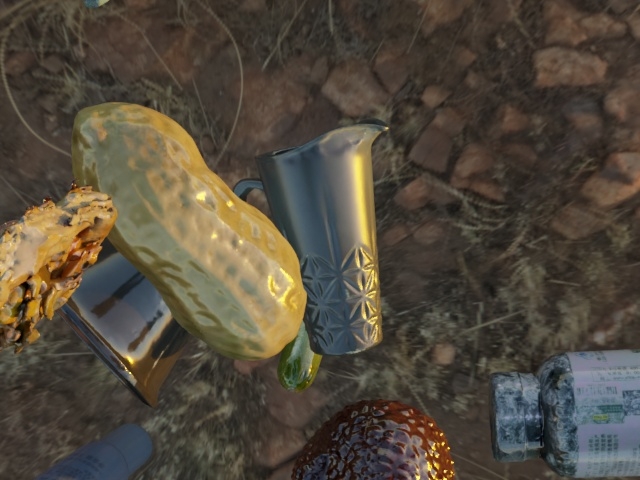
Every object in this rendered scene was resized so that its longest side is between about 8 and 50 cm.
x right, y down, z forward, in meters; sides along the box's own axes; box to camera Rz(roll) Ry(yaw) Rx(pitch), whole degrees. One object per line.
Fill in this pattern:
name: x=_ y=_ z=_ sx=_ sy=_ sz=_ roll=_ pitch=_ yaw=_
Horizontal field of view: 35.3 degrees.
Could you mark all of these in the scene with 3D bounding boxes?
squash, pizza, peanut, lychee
squash: x=-0.017 y=0.143 z=1.618 sx=0.069 sy=0.069 sz=0.239 roll=22 pitch=50 yaw=-3
pizza: x=-0.217 y=0.038 z=0.712 sx=0.069 sy=0.226 sz=0.147 roll=46 pitch=109 yaw=-3
peanut: x=-0.130 y=-0.010 z=0.984 sx=0.147 sy=0.147 sz=0.305 roll=-45 pitch=111 yaw=-7
lychee: x=0.080 y=0.370 z=1.511 sx=0.260 sy=0.260 sz=0.261 roll=0 pitch=85 yaw=-5

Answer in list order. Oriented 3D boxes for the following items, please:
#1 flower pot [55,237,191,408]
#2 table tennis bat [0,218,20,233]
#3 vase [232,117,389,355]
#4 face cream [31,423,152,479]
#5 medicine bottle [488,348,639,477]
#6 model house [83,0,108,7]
flower pot: x=-0.267 y=0.088 z=1.399 sx=0.166 sy=0.269 sz=0.269 roll=-42 pitch=90 yaw=-16
table tennis bat: x=-0.439 y=0.014 z=1.575 sx=0.169 sy=0.119 sz=0.108 roll=-2 pitch=97 yaw=-21
vase: x=0.000 y=0.000 z=1.361 sx=0.251 sy=0.156 sz=0.301 roll=-6 pitch=101 yaw=26
face cream: x=-0.354 y=0.355 z=1.389 sx=0.135 sy=0.385 sz=0.086 roll=17 pitch=107 yaw=16
medicine bottle: x=0.337 y=0.193 z=1.123 sx=0.293 sy=0.141 sz=0.141 roll=-4 pitch=85 yaw=5
model house: x=-0.364 y=-0.526 z=1.702 sx=0.230 sy=0.280 sz=0.249 roll=-46 pitch=129 yaw=-32
